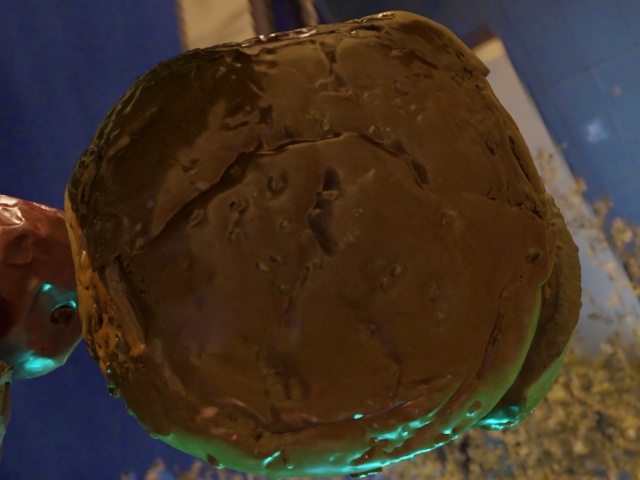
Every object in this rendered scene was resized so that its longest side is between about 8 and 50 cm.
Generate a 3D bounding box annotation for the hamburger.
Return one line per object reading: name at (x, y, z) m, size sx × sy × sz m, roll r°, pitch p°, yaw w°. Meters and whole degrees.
hamburger at (0.000, -0.002, 0.782) m, size 0.134 × 0.284 × 0.265 m, roll 76°, pitch 176°, yaw -59°

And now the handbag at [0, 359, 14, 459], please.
handbag at (-0.437, 0.124, 0.886) m, size 0.317 × 0.416 × 0.180 m, roll -59°, pitch -21°, yaw -74°

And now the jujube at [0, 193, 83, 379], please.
jujube at (-0.296, 0.030, 1.171) m, size 0.155 × 0.230 × 0.155 m, roll -45°, pitch -37°, yaw -50°
